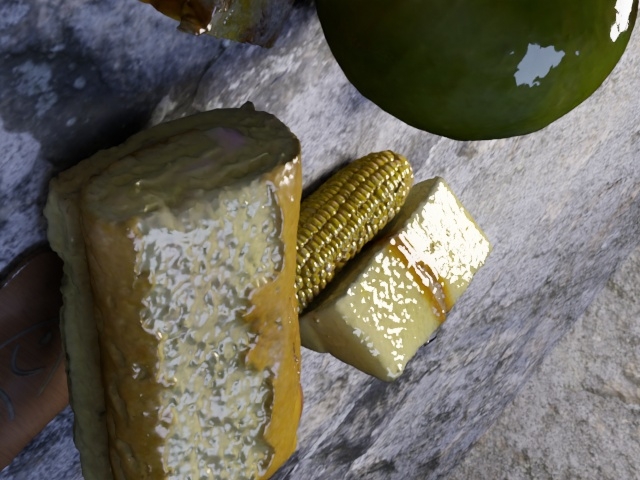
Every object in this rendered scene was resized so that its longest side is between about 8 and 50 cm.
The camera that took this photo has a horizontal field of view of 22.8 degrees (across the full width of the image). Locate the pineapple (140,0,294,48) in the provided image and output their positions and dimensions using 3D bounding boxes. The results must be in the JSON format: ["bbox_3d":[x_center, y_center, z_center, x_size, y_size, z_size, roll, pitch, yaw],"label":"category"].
[{"bbox_3d":[-0.066,-0.231,1.259,0.236,0.114,0.186,-40,157,-33],"label":"pineapple"}]

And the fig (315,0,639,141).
[{"bbox_3d":[0.130,-0.226,1.441,0.316,0.316,0.316,-42,158,-21],"label":"fig"}]

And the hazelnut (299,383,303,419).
[{"bbox_3d":[-0.122,0.184,1.760,0.214,0.176,0.214,-24,158,-10],"label":"hazelnut"}]

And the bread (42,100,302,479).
[{"bbox_3d":[-0.121,0.069,1.494,0.236,0.165,0.375,-28,133,-31],"label":"bread"}]

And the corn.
[{"bbox_3d":[0.000,0.000,1.817,0.291,0.101,0.101,-41,158,-23],"label":"corn"}]

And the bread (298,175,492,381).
[{"bbox_3d":[0.080,0.038,1.875,0.266,0.178,0.142,-53,166,-35],"label":"bread"}]

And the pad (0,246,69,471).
[{"bbox_3d":[-0.318,0.147,1.526,0.284,0.018,0.286,-46,160,-9],"label":"pad"}]
